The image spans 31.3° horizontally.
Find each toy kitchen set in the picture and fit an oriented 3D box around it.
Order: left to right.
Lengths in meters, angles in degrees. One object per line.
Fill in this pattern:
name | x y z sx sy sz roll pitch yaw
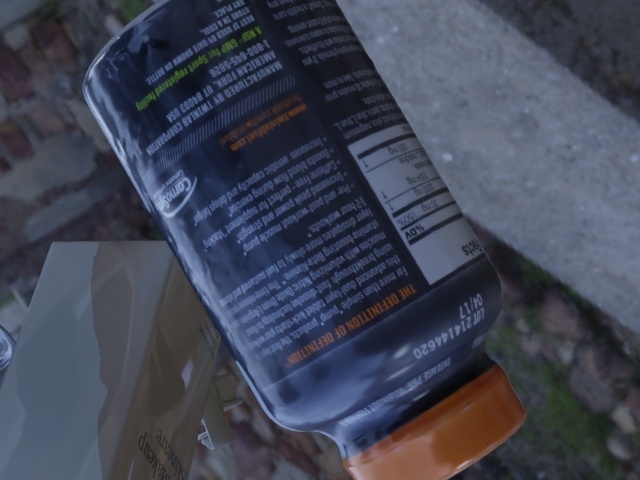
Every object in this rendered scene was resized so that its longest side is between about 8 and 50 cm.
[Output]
toy kitchen set | -0.127 0.183 1.145 0.075 0.083 0.068 -32 74 38

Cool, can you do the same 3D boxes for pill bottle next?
pill bottle | 0.000 0.000 0.544 0.246 0.130 0.130 60 165 4

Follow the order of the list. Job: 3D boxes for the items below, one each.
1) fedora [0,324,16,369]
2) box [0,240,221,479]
fedora | -0.411 0.127 0.973 0.244 0.275 0.124 75 -162 -63
box | -0.180 0.163 0.911 0.148 0.121 0.311 71 -157 -51
